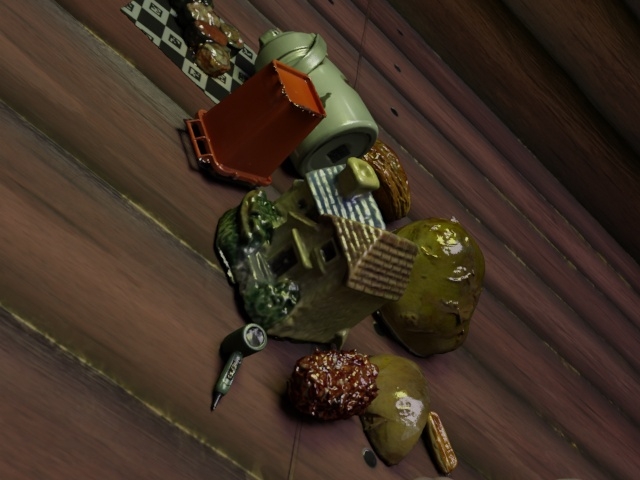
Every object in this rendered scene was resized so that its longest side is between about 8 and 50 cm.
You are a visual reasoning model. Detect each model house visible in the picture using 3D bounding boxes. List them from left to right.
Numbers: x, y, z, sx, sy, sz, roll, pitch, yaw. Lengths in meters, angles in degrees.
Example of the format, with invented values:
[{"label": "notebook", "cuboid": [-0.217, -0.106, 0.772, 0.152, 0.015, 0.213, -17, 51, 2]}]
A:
[{"label": "model house", "cuboid": [0.000, 0.000, 1.381, 0.261, 0.266, 0.321, 18, 44, -51]}]

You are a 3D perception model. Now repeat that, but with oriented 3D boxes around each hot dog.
[{"label": "hot dog", "cuboid": [0.138, -0.170, 1.899, 0.272, 0.122, 0.196, 45, 19, -9]}, {"label": "hot dog", "cuboid": [0.230, 0.399, 1.504, 0.056, 0.041, 0.133, 1, 65, -54]}]

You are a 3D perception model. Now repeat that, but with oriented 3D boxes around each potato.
[{"label": "potato", "cuboid": [0.140, 0.279, 1.437, 0.120, 0.100, 0.261, 41, 31, -21]}, {"label": "potato", "cuboid": [0.256, 0.092, 1.638, 0.247, 0.196, 0.299, -1, 77, -41]}]

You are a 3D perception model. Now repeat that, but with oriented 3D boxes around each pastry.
[{"label": "pastry", "cuboid": [0.020, 0.248, 1.305, 0.209, 0.097, 0.115, 8, 46, -53]}]

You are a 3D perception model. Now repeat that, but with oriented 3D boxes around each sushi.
[{"label": "sushi", "cuboid": [-0.253, -0.479, 1.732, 0.320, 0.069, 0.339, 44, 31, -14]}]

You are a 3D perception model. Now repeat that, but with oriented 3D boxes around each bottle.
[{"label": "bottle", "cuboid": [-0.034, -0.340, 1.743, 0.229, 0.229, 0.351, 1, 57, -54]}]

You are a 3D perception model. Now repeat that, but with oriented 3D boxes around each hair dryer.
[{"label": "hair dryer", "cuboid": [-0.137, 0.201, 1.185, 0.047, 0.071, 0.150, 37, 50, -19]}]

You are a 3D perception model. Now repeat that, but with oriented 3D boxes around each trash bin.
[{"label": "trash bin", "cuboid": [-0.125, -0.228, 1.469, 0.185, 0.239, 0.161, 11, 50, -48]}]

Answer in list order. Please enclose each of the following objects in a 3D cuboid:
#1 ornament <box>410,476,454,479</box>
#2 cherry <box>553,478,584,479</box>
[{"label": "ornament", "cuboid": [0.180, 0.470, 1.218, 0.178, 0.177, 0.177, 35, 34, -28]}, {"label": "cherry", "cuboid": [0.474, 0.603, 1.373, 0.335, 0.292, 0.326, -26, 98, -46]}]
